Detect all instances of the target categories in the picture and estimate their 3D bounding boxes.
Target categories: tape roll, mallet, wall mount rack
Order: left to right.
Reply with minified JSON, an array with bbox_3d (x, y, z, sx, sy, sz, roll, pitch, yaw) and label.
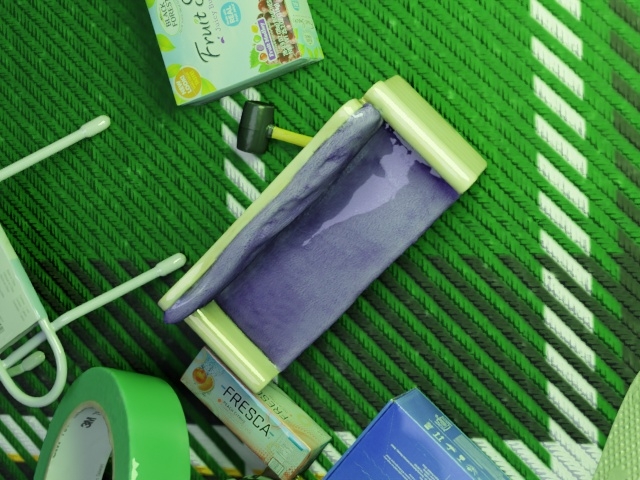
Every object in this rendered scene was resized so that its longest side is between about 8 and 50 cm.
[{"bbox_3d":[-0.353,0.016,1.634,0.304,0.130,0.350,-34,81,28],"label":"wall mount rack"},{"bbox_3d":[-0.258,0.312,1.543,0.321,0.077,0.321,-34,49,52],"label":"tape roll"},{"bbox_3d":[-0.012,-0.103,1.508,0.189,0.039,0.062,25,106,16],"label":"mallet"}]

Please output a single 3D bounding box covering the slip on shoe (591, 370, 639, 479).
[{"bbox_3d":[0.363,0.219,1.339,0.101,0.123,0.331,20,98,-18],"label":"slip on shoe"}]

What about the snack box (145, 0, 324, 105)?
[{"bbox_3d":[-0.110,-0.279,1.511,0.174,0.070,0.207,-17,88,25],"label":"snack box"}]

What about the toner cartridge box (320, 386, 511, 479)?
[{"bbox_3d":[0.167,0.345,1.451,0.348,0.075,0.165,45,113,14],"label":"toner cartridge box"}]

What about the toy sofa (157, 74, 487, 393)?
[{"bbox_3d":[0.000,0.000,1.422,0.150,0.177,0.362,46,113,2],"label":"toy sofa"}]

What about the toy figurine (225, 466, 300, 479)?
[{"bbox_3d":[-0.080,0.388,1.541,0.209,0.148,0.213,-40,77,17],"label":"toy figurine"}]

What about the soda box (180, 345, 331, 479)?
[{"bbox_3d":[-0.077,0.201,1.555,0.183,0.063,0.058,43,111,14],"label":"soda box"}]
